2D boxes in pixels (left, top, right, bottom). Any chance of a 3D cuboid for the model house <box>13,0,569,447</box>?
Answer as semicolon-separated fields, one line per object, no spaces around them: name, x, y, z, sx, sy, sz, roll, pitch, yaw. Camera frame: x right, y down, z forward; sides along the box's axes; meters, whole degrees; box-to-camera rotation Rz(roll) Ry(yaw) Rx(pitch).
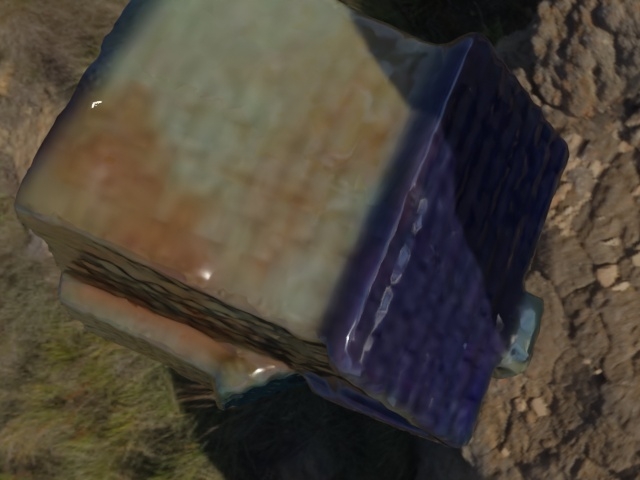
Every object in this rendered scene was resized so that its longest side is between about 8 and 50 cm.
model house;0.000;0.000;0.519;0.280;0.312;0.245;23;71;1
